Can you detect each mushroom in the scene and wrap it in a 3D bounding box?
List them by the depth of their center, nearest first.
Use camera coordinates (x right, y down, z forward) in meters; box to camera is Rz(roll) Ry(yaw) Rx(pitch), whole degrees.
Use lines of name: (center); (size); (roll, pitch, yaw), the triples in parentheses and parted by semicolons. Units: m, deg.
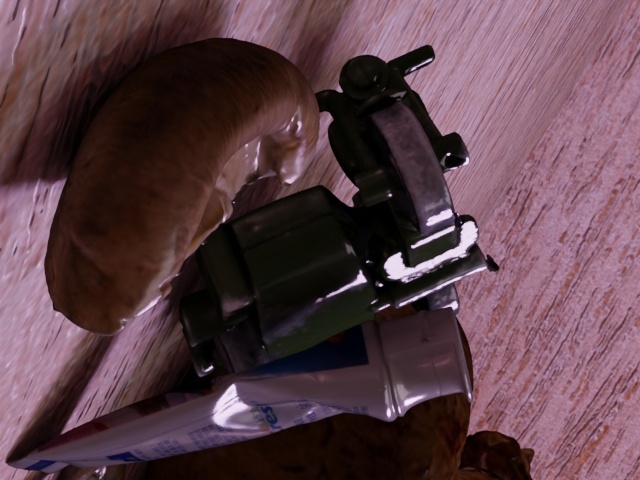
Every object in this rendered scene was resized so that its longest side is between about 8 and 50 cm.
mushroom: (-0.054, -0.038, 0.674); (0.094, 0.072, 0.210); (-57, 175, 33)
mushroom: (0.022, 0.216, 1.250); (0.331, 0.356, 0.334); (-42, -166, -6)

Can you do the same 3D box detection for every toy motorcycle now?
toy motorcycle: (0.000, 0.000, 0.973); (0.205, 0.127, 0.275); (-22, 157, -3)

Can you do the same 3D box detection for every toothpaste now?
toothpaste: (-0.045, 0.097, 0.928); (0.266, 0.061, 0.096); (-15, 167, 4)

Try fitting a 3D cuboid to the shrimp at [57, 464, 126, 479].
shrimp: (-0.204, 0.229, 1.004); (0.296, 0.058, 0.169); (-51, 165, -46)
